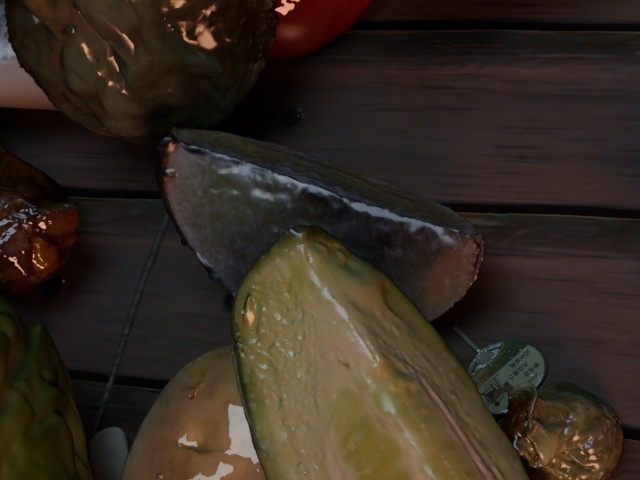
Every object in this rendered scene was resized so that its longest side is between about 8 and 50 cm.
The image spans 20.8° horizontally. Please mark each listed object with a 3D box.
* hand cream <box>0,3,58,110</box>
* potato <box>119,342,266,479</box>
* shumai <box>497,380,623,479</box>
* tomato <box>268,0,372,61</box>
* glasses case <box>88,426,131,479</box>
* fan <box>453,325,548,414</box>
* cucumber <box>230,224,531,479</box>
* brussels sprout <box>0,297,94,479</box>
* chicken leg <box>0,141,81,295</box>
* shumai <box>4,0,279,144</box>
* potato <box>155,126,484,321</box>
[{"bbox_3d":[-0.282,-0.156,1.474,0.314,0.089,0.140,6,40,13],"label":"hand cream"},{"bbox_3d":[-0.066,0.161,1.204,0.235,0.128,0.161,-45,51,-1],"label":"potato"},{"bbox_3d":[0.156,0.121,1.163,0.082,0.080,0.083,-4,57,19],"label":"shumai"},{"bbox_3d":[-0.059,-0.272,1.456,0.200,0.139,0.233,-31,53,1],"label":"tomato"},{"bbox_3d":[-0.151,0.176,1.296,0.032,0.021,0.083,-25,54,8],"label":"glasses case"},{"bbox_3d":[0.120,0.095,1.241,0.080,0.003,0.060,13,65,28],"label":"fan"},{"bbox_3d":[0.052,0.147,1.117,0.145,0.105,0.325,-36,79,23],"label":"cucumber"},{"bbox_3d":[-0.296,0.166,1.198,0.281,0.289,0.355,-25,31,27],"label":"brussels sprout"},{"bbox_3d":[-0.285,-0.056,1.464,0.113,0.093,0.304,-20,43,-16],"label":"chicken leg"},{"bbox_3d":[-0.161,-0.196,1.307,0.272,0.203,0.222,45,100,-1],"label":"shumai"},{"bbox_3d":[0.003,0.000,1.315,0.261,0.100,0.120,20,108,16],"label":"potato"}]
